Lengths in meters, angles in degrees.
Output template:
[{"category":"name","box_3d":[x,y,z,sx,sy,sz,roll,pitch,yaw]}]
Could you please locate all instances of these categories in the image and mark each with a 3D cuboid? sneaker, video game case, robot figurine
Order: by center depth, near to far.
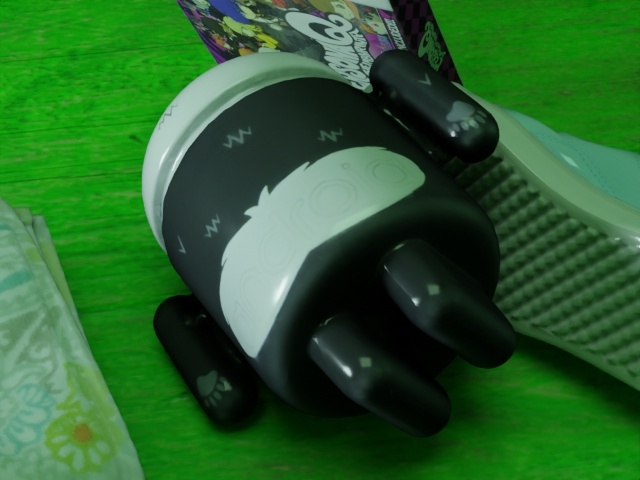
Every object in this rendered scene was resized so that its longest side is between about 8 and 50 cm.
[{"category":"robot figurine","box_3d":[0.003,-0.001,1.089,0.209,0.174,0.278,-21,45,-23]},{"category":"sneaker","box_3d":[0.179,-0.007,1.135,0.150,0.135,0.366,-14,40,-43]},{"category":"video game case","box_3d":[-0.012,-0.161,1.228,0.210,0.232,0.042,20,74,23]}]

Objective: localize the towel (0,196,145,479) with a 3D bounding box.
[{"category":"towel","box_3d":[-0.314,0.078,1.011,0.374,0.090,0.320,-4,35,-23]}]
